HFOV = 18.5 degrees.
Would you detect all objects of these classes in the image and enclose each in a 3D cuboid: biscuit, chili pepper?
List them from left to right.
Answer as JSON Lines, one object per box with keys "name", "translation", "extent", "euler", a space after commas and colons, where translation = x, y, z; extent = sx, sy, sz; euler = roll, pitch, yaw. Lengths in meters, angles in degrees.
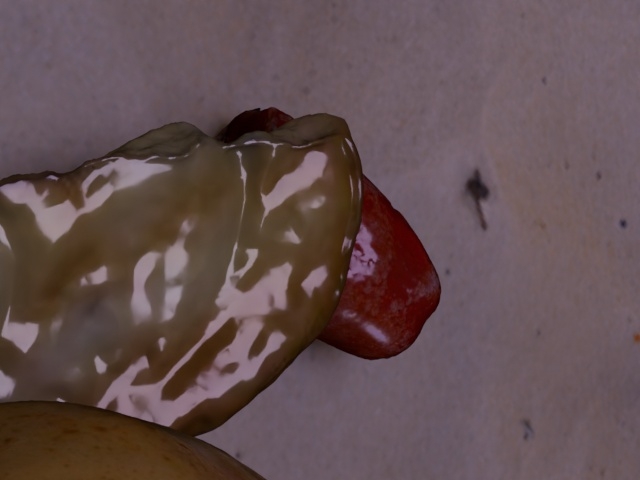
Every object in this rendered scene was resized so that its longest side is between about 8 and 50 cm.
{"name": "biscuit", "translation": [-0.117, 0.027, 0.777], "extent": [0.299, 0.045, 0.154], "euler": [-2, 98, -28]}
{"name": "chili pepper", "translation": [0.000, 0.000, 0.892], "extent": [0.123, 0.070, 0.073], "euler": [41, 19, -24]}

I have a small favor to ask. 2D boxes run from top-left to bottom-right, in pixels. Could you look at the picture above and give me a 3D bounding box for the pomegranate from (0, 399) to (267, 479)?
{"name": "pomegranate", "translation": [-0.083, 0.177, 0.681], "extent": [0.264, 0.264, 0.264], "euler": [6, 80, -38]}
